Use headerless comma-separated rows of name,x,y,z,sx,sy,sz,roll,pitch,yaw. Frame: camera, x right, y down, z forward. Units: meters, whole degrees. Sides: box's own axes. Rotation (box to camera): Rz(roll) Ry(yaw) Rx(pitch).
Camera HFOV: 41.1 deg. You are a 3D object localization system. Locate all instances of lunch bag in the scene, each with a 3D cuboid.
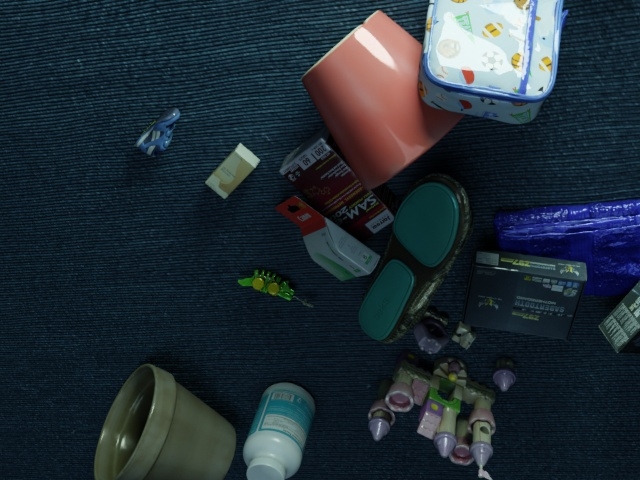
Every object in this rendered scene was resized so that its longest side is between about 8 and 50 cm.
lunch bag,0.301,-0.357,1.467,0.243,0.304,0.115,10,160,5

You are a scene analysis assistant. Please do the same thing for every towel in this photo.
towel,0.522,0.032,1.785,0.308,0.076,0.228,-4,120,16

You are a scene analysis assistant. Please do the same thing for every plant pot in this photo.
plant pot,0.113,-0.272,1.593,0.275,0.275,0.243,-37,98,30
plant pot,-0.384,0.517,2.196,0.280,0.323,0.323,29,125,-25

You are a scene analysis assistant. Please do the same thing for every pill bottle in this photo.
pill bottle,-0.105,0.486,2.109,0.146,0.264,0.146,6,124,10

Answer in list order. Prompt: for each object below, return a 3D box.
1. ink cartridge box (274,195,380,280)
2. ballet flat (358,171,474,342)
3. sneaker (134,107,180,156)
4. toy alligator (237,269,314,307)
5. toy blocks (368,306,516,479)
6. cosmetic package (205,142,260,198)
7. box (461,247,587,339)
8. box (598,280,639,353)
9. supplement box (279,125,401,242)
ink cartridge box,0.000,0.000,1.840,0.224,0.056,0.181,34,165,-11
ballet flat,0.221,0.024,1.794,0.164,0.182,0.483,45,137,24
sneaker,-0.338,-0.231,1.832,0.059,0.053,0.144,43,130,-14
toy alligator,-0.098,0.105,1.995,0.189,0.056,0.051,17,84,2
toy blocks,0.283,0.384,1.956,0.288,0.260,0.309,26,124,-3
cosmetic package,-0.191,-0.150,1.855,0.060,0.041,0.115,39,122,-12
box,0.423,0.114,1.795,0.232,0.059,0.183,9,134,8
box,0.700,0.151,1.781,0.147,0.078,0.180,7,130,-32
supplement box,0.044,-0.113,1.806,0.130,0.073,0.239,-36,110,29
